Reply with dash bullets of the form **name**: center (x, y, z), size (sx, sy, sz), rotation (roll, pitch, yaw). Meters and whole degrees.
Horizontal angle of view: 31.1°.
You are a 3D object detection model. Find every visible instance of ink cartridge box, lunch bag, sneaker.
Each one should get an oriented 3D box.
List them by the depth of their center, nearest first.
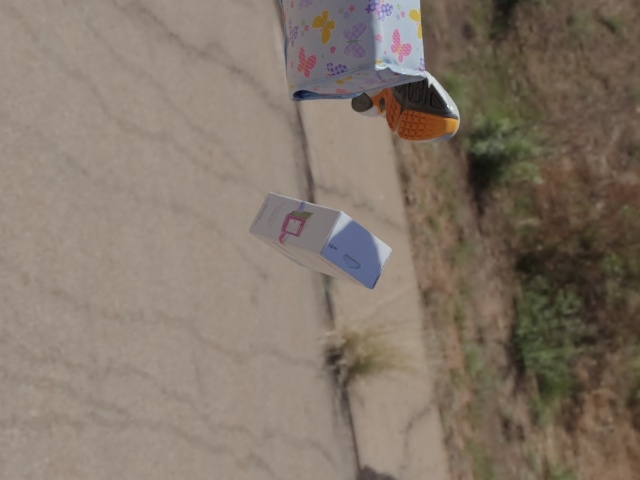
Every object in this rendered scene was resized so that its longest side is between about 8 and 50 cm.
- **lunch bag**: center (0.013, -0.116, 0.626), size (0.053, 0.083, 0.071), rotation (2, 83, -47)
- **ink cartridge box**: center (0.000, 0.000, 1.196), size (0.088, 0.122, 0.052), rotation (35, 79, -41)
- **sneaker**: center (0.148, -0.195, 1.642), size (0.262, 0.121, 0.099), rotation (43, -61, 61)
